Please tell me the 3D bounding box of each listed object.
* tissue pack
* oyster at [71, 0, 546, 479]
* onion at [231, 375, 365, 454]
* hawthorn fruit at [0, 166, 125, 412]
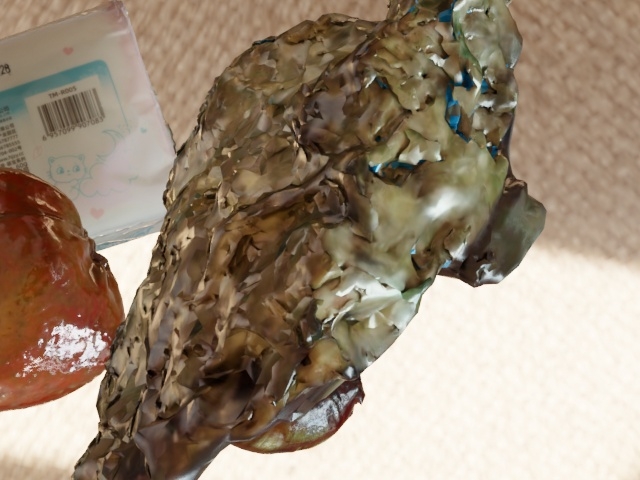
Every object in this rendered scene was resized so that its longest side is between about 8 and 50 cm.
[{"bbox_3d":[-0.266,-0.071,1.632,0.271,0.124,0.201,-19,88,-6],"label":"tissue pack"},{"bbox_3d":[-0.008,-0.004,0.682,0.260,0.198,0.092,-41,114,16],"label":"oyster"},{"bbox_3d":[-0.035,0.088,1.251,0.119,0.118,0.117,-27,86,8],"label":"onion"},{"bbox_3d":[-0.160,0.029,0.932,0.128,0.128,0.128,0,110,-1],"label":"hawthorn fruit"}]
